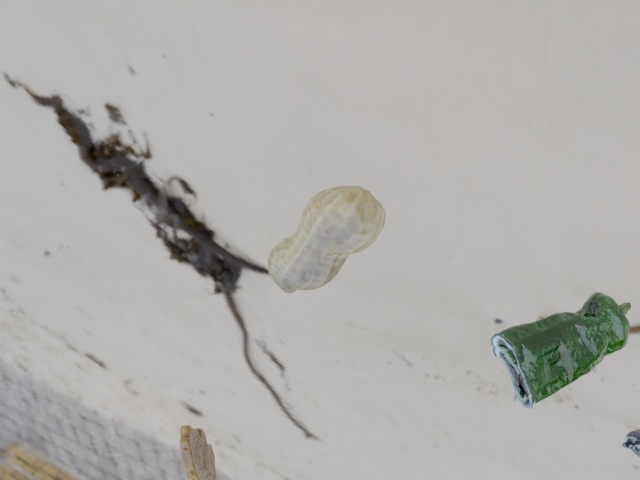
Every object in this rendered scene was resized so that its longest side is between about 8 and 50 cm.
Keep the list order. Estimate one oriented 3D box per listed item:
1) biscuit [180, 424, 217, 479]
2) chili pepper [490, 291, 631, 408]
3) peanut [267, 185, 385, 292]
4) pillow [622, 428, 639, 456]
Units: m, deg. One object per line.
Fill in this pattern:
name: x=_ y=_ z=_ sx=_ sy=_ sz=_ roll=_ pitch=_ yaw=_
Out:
biscuit: x=-0.277 y=0.499 z=1.851 sx=0.036 sy=0.166 sz=0.225 roll=-12 pitch=153 yaw=3
chili pepper: x=0.444 y=0.173 z=1.450 sx=0.136 sy=0.270 sz=0.099 roll=60 pitch=159 yaw=19
peanut: x=0.000 y=0.000 z=1.471 sx=0.120 sy=0.136 sz=0.298 roll=9 pitch=142 yaw=-35
pillow: x=0.686 y=0.374 z=1.412 sx=0.334 sy=0.093 sz=0.161 roll=9 pitch=-177 yaw=-17
